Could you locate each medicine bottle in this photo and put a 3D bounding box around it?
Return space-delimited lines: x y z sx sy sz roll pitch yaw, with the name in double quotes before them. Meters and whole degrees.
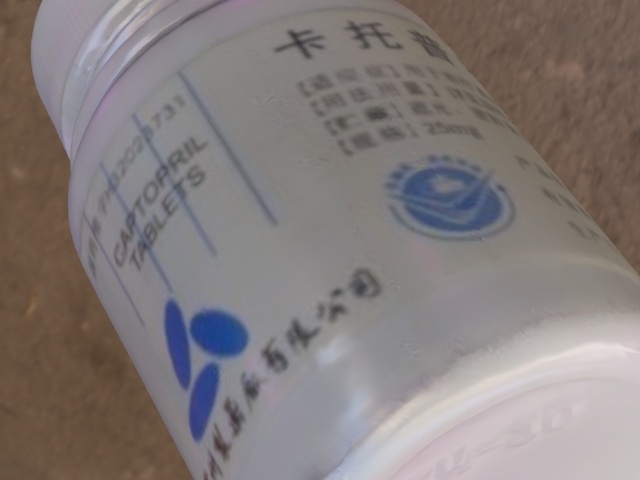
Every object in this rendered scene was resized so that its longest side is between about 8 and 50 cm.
"medicine bottle" 0.000 0.000 0.675 0.170 0.293 0.170 -17 136 -18
